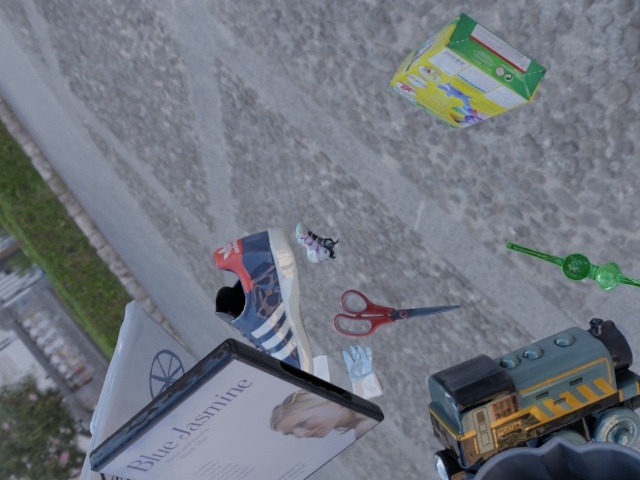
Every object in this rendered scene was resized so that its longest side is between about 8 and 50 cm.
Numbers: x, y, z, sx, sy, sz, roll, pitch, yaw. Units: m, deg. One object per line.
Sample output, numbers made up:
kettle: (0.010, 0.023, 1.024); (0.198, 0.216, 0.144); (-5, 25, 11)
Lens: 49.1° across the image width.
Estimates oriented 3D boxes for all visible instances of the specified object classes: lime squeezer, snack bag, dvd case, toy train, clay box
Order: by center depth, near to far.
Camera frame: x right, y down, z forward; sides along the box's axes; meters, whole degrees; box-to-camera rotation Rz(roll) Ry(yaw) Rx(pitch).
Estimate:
dvd case: (-0.069, 0.192, 0.691); (0.253, 0.180, 0.022); (35, -160, -46)
snack bag: (-0.204, 0.300, 0.908); (0.037, 0.342, 0.323); (-8, 142, 18)
clay box: (0.179, -0.211, 0.916); (0.128, 0.053, 0.222); (30, 174, -11)
toy train: (0.308, 0.234, 0.994); (0.142, 0.334, 0.190); (-133, 26, -68)
lime squeezer: (0.522, 0.052, 1.349); (0.311, 0.058, 0.110); (20, 166, 38)

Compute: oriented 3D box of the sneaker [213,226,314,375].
sneaker: (-0.101, 0.141, 1.211); (0.131, 0.148, 0.349); (-110, 9, -62)

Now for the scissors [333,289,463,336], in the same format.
scissors: (0.175, 0.181, 1.617); (0.297, 0.108, 0.021); (6, 175, 17)

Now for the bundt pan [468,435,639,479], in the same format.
bundt pan: (0.262, 0.374, 0.694); (0.331, 0.330, 0.124); (28, 163, 44)

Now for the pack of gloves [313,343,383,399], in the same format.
pack of gloves: (0.060, 0.377, 1.824); (0.046, 0.195, 0.232); (-117, 8, -51)

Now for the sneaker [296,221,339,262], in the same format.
sneaker: (0.000, 0.000, 1.292); (0.069, 0.038, 0.098); (-6, 137, 25)

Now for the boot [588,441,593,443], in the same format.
boot: (0.436, 0.347, 1.219); (0.258, 0.123, 0.095); (37, 126, -20)
